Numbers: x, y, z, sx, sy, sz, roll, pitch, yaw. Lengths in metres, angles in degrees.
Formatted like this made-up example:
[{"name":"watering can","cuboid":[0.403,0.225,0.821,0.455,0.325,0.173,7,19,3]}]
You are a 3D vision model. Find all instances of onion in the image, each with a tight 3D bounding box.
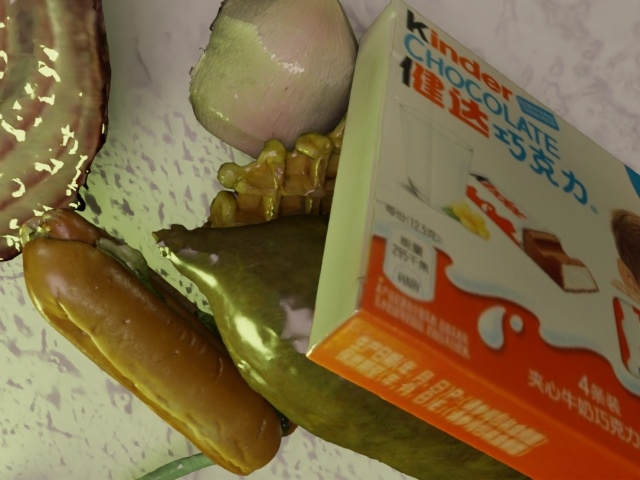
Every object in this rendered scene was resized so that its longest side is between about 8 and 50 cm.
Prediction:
[{"name":"onion","cuboid":[-0.282,-0.125,0.547,0.315,0.146,0.280,5,127,-2]}]

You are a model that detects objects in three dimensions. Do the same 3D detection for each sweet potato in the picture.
[{"name":"sweet potato","cuboid":[0.067,0.075,0.531,0.370,0.158,0.157,21,103,-33]}]

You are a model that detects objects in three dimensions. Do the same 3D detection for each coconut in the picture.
[{"name":"coconut","cuboid":[-0.028,-0.118,0.554,0.110,0.110,0.124,29,107,-5]}]

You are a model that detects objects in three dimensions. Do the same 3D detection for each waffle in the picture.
[{"name":"waffle","cuboid":[0.005,0.000,0.569,0.191,0.038,0.191,-12,133,-13]}]

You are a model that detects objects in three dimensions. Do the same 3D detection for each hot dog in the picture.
[{"name":"hot dog","cuboid":[-0.102,0.069,0.569,0.068,0.100,0.249,-38,123,3]}]

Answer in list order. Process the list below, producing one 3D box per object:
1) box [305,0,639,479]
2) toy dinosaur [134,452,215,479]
[{"name":"box","cuboid":[0.128,0.013,0.479,0.273,0.265,0.048,30,131,-20]},{"name":"toy dinosaur","cuboid":[-0.226,0.281,0.644,0.393,0.092,0.205,-39,102,-6]}]
